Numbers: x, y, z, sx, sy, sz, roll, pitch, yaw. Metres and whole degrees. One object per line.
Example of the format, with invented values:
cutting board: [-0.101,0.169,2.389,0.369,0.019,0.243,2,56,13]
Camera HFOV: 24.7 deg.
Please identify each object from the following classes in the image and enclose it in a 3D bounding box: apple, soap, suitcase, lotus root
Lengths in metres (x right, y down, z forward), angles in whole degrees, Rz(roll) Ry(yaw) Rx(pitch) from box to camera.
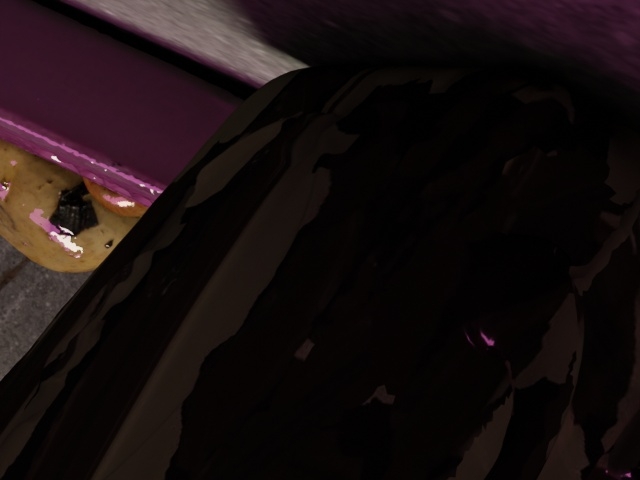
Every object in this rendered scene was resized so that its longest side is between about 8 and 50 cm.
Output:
apple: [-0.147,-0.060,1.155,0.084,0.084,0.071,23,-168,10]
soap: [-0.091,-0.057,0.893,0.259,0.081,0.181,24,175,-2]
suitcase: [0.002,0.099,0.562,0.194,0.351,0.339,44,166,-23]
lotus root: [-0.237,-0.058,1.284,0.257,0.140,0.154,38,-178,-29]
